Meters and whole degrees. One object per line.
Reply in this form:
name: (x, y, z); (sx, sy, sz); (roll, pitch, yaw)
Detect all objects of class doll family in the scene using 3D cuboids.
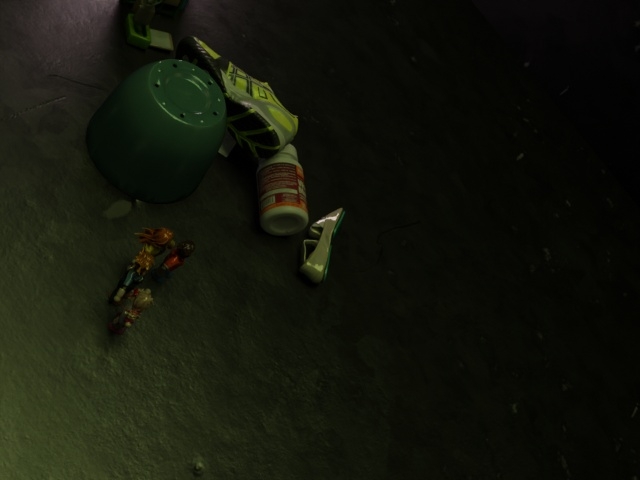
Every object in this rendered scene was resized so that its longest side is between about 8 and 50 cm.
doll family: (-0.361, 0.059, 1.545); (0.118, 0.163, 0.263); (40, 44, -9)

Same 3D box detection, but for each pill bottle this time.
pill bottle: (-0.099, -0.132, 1.919); (0.121, 0.121, 0.221); (14, 54, -31)

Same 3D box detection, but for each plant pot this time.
plant pot: (-0.348, -0.266, 1.728); (0.293, 0.235, 0.292); (20, 52, -27)

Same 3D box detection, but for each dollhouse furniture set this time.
dollhouse furniture set: (-0.375, -0.644, 1.922); (0.151, 0.301, 0.197); (7, 55, -33)

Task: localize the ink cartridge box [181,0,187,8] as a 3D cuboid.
ink cartridge box: (-0.380, -0.795, 2.073); (0.168, 0.233, 0.171); (27, 48, -22)

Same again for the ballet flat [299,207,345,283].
ballet flat: (0.000, 0.000, 1.944); (0.086, 0.086, 0.248); (33, 46, -16)

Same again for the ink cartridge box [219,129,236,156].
ink cartridge box: (-0.264, -0.315, 1.988); (0.145, 0.045, 0.179); (36, 63, -14)

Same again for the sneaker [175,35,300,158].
sneaker: (-0.215, -0.365, 1.922); (0.384, 0.145, 0.147); (47, 44, 7)
